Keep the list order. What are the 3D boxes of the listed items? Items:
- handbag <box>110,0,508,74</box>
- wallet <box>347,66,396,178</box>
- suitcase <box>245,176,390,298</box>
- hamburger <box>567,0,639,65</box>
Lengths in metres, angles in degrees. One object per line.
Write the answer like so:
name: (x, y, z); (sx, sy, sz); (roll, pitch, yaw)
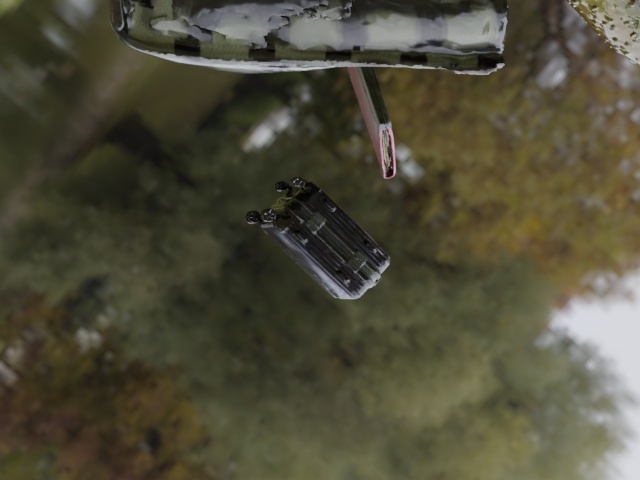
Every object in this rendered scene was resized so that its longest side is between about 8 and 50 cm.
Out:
handbag: (0.001, -0.221, 1.660); (0.325, 0.327, 0.162); (-60, 155, -81)
wallet: (0.055, -0.199, 2.386); (0.025, 0.232, 0.119); (-13, 147, -4)
suitcase: (0.000, 0.000, 1.766); (0.059, 0.126, 0.086); (-48, -170, -10)
hamburger: (0.256, -0.229, 1.575); (0.122, 0.189, 0.215); (-31, 149, 16)
